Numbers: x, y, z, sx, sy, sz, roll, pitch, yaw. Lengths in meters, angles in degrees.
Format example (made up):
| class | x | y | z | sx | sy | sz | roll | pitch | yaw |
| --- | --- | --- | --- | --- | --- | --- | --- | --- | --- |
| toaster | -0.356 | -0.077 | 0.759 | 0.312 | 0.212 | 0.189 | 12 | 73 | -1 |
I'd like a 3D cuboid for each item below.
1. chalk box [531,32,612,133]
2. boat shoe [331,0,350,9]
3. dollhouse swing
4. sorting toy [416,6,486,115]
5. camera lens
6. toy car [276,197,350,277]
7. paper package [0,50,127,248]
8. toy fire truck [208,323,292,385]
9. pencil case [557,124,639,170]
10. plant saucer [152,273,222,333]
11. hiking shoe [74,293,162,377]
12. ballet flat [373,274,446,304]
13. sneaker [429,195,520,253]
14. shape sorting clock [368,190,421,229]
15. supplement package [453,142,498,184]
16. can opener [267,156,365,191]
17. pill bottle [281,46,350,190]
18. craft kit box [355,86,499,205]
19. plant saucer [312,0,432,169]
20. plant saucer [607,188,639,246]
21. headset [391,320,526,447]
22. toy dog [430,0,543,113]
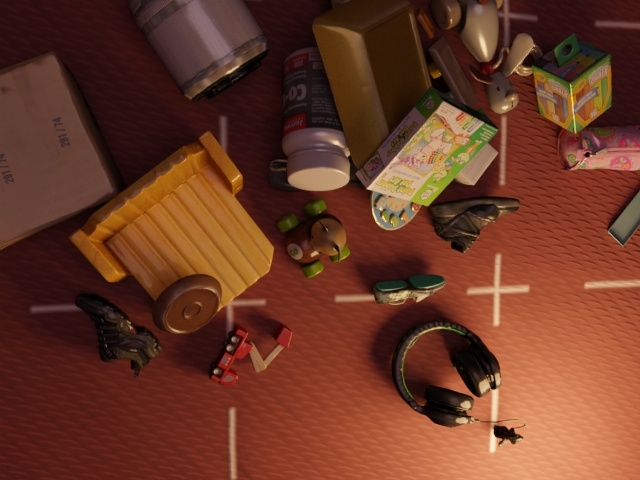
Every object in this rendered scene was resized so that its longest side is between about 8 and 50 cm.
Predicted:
| class | x | y | z | sx | sy | sz | roll | pitch | yaw |
| --- | --- | --- | --- | --- | --- | --- | --- | --- | --- |
| chalk box | 0.611 | -0.395 | 1.668 | 0.132 | 0.132 | 0.213 | -37 | 137 | -7 |
| boat shoe | 0.075 | -0.504 | 1.600 | 0.110 | 0.121 | 0.341 | -6 | 97 | 24 |
| dollhouse swing | -0.281 | 0.011 | 1.484 | 0.347 | 0.315 | 0.305 | -38 | 92 | -7 |
| sorting toy | 0.305 | -0.386 | 1.631 | 0.047 | 0.196 | 0.348 | -26 | 103 | 26 |
| camera lens | -0.258 | -0.454 | 1.459 | 0.219 | 0.219 | 0.274 | -35 | 102 | -8 |
| toy car | 0.000 | 0.000 | 1.583 | 0.149 | 0.188 | 0.155 | -30 | 101 | -9 |
| paper package | -0.610 | -0.180 | 1.434 | 0.309 | 0.168 | 0.325 | -25 | 100 | -11 |
| toy fire truck | -0.167 | 0.271 | 1.646 | 0.135 | 0.047 | 0.192 | 29 | 89 | -16 |
| pencil case | 0.755 | -0.237 | 1.771 | 0.284 | 0.124 | 0.124 | -2 | 96 | -14 |
| plant saucer | -0.290 | 0.149 | 1.530 | 0.168 | 0.029 | 0.168 | -22 | 137 | -22 |
| hiking shoe | -0.472 | 0.215 | 1.548 | 0.227 | 0.086 | 0.114 | 41 | 83 | -15 |
| ballet flat | 0.221 | 0.126 | 1.722 | 0.188 | 0.070 | 0.070 | -5 | 97 | -11 |
| sneaker | 0.393 | -0.044 | 1.727 | 0.227 | 0.087 | 0.130 | -11 | 100 | -9 |
| shape sorting clock | 0.195 | -0.122 | 1.648 | 0.206 | 0.040 | 0.206 | -18 | 119 | -35 |
| supplement package | 0.320 | -0.231 | 1.677 | 0.179 | 0.105 | 0.105 | 39 | 88 | -14 |
| can opener | 0.014 | -0.143 | 1.624 | 0.283 | 0.076 | 0.095 | 7 | 74 | -14 |
| pill bottle | -0.007 | -0.266 | 1.525 | 0.161 | 0.161 | 0.283 | 4 | 73 | -14 |
| craft kit box | 0.237 | -0.195 | 1.506 | 0.250 | 0.061 | 0.246 | 9 | 132 | -48 |
| plant saucer | 0.145 | -0.370 | 1.512 | 0.333 | 0.081 | 0.333 | -42 | 123 | -44 |
| plant saucer | 0.853 | -0.078 | 1.864 | 0.067 | 0.018 | 0.192 | 41 | 87 | -14 |
| headset | 0.357 | 0.377 | 1.757 | 0.394 | 0.185 | 0.243 | 42 | 82 | 1 |
| toy dog | 0.413 | -0.480 | 1.644 | 0.333 | 0.161 | 0.220 | 43 | 86 | -14 |
